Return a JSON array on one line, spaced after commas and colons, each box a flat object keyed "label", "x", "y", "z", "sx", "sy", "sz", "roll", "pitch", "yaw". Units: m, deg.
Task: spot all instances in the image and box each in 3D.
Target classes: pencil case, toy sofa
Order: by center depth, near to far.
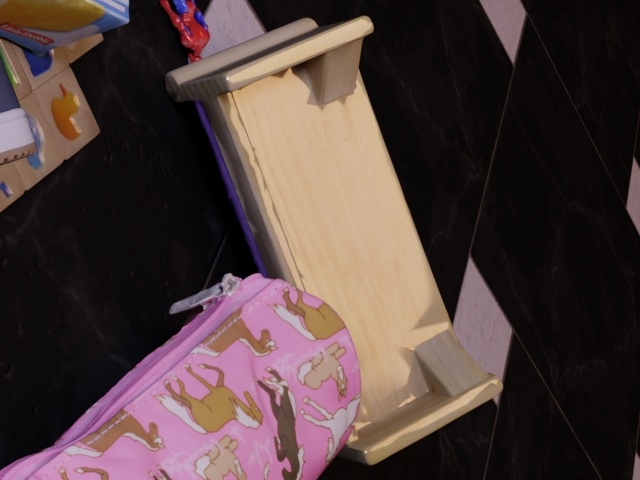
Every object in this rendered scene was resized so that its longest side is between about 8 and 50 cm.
[{"label": "pencil case", "x": -0.107, "y": 0.161, "z": 1.099, "sx": 0.167, "sy": 0.160, "sz": 0.386, "roll": 40, "pitch": 32, "yaw": 4}, {"label": "toy sofa", "x": 0.000, "y": 0.000, "z": 1.391, "sx": 0.150, "sy": 0.177, "sz": 0.363, "roll": -26, "pitch": 103, "yaw": -26}]

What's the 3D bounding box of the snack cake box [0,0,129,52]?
[{"label": "snack cake box", "x": -0.243, "y": -0.243, "z": 1.081, "sx": 0.264, "sy": 0.089, "sz": 0.152, "roll": 21, "pitch": 60, "yaw": -57}]

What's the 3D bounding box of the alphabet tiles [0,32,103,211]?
[{"label": "alphabet tiles", "x": -0.266, "y": -0.159, "z": 1.109, "sx": 0.285, "sy": 0.011, "sz": 0.342, "roll": 66, "pitch": 30, "yaw": -17}]

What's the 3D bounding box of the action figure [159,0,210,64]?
[{"label": "action figure", "x": -0.117, "y": -0.203, "z": 1.380, "sx": 0.038, "sy": 0.030, "sz": 0.115, "roll": -25, "pitch": 104, "yaw": -56}]

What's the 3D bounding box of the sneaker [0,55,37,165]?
[{"label": "sneaker", "x": -0.280, "y": -0.093, "z": 0.903, "sx": 0.282, "sy": 0.099, "sz": 0.153, "roll": -24, "pitch": 101, "yaw": -60}]
